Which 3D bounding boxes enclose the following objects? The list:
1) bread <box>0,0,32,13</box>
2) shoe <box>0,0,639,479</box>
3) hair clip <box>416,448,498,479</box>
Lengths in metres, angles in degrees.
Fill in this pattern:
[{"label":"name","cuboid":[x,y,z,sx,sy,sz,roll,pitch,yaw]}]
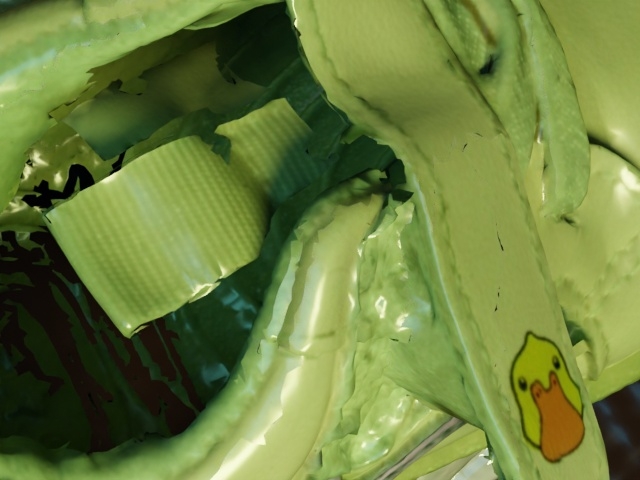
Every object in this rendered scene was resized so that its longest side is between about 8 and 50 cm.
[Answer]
[{"label":"bread","cuboid":[-0.155,-0.070,0.444,0.311,0.121,0.173,-35,135,25]},{"label":"shoe","cuboid":[0.000,0.002,0.373,0.262,0.128,0.140,-26,93,-8]},{"label":"hair clip","cuboid":[-0.030,0.123,0.457,0.071,0.159,0.218,25,93,25]}]
